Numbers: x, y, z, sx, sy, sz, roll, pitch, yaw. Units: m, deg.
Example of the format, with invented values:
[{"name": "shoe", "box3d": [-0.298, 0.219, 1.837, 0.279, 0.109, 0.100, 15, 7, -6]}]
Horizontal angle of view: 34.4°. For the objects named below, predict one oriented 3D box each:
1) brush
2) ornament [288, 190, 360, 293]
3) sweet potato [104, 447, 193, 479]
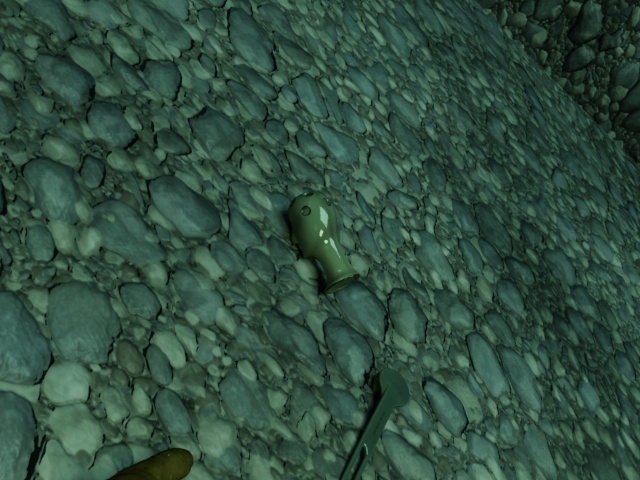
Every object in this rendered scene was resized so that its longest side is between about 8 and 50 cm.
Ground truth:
[{"name": "brush", "box3d": [0.070, 0.265, 1.440, 0.062, 0.027, 0.266, 49, 33, -8]}, {"name": "ornament", "box3d": [0.000, 0.000, 1.569, 0.075, 0.081, 0.156, 78, -12, -76]}, {"name": "sweet potato", "box3d": [-0.187, 0.258, 1.020, 0.075, 0.075, 0.269, 52, 15, -3]}]
